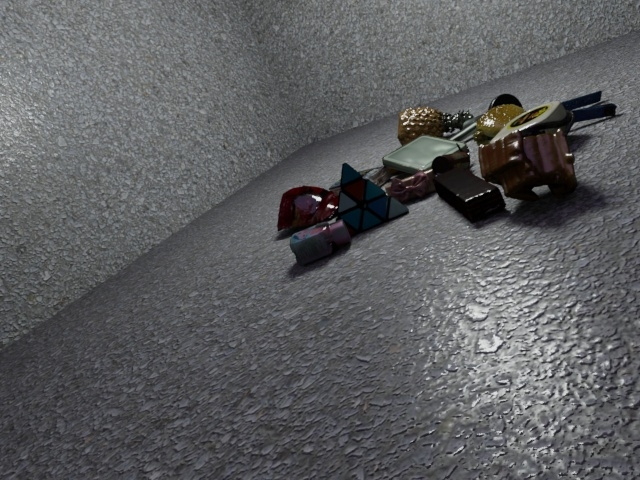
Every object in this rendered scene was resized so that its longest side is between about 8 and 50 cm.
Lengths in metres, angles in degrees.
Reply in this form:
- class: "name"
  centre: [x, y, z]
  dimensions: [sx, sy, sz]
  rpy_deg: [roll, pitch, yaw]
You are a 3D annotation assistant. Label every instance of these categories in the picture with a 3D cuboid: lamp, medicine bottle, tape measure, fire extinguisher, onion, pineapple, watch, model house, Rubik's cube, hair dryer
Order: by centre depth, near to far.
- class: "model house"
  centre: [0.552, -0.194, 1.440]
  dimensions: [0.229, 0.219, 0.199]
  rpy_deg: [-6, 65, 18]
- class: "medicine bottle"
  centre: [0.000, 0.000, 1.760]
  dimensions: [0.188, 0.094, 0.119]
  rpy_deg: [-22, 16, 8]
- class: "tape measure"
  centre: [0.725, -0.356, 1.802]
  dimensions: [0.271, 0.133, 0.231]
  rpy_deg: [-39, 15, -36]
- class: "Rubik's cube"
  centre: [0.183, -0.090, 1.827]
  dimensions: [0.234, 0.284, 0.250]
  rpy_deg: [8, 56, 23]
- class: "fire extinguisher"
  centre: [0.494, -0.299, 1.924]
  dimensions: [0.075, 0.106, 0.252]
  rpy_deg: [1, 14, 42]
- class: "watch"
  centre: [0.925, -0.492, 1.983]
  dimensions: [0.275, 0.068, 0.276]
  rpy_deg: [-11, 20, 21]
- class: "onion"
  centre: [-0.038, -0.163, 2.226]
  dimensions: [0.280, 0.146, 0.314]
  rpy_deg: [-13, 16, 22]
- class: "lamp"
  centre: [0.433, -0.360, 2.227]
  dimensions: [0.266, 0.047, 0.269]
  rpy_deg: [-30, 32, -24]
- class: "hair dryer"
  centre: [0.680, -0.464, 2.300]
  dimensions: [0.284, 0.156, 0.320]
  rpy_deg: [-52, 13, -18]
- class: "pineapple"
  centre: [0.552, -0.558, 2.554]
  dimensions: [0.362, 0.202, 0.202]
  rpy_deg: [-8, 21, 15]

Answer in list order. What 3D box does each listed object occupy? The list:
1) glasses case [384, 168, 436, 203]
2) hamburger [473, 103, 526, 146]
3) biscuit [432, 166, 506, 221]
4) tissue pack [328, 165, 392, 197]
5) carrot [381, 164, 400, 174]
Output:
- class: "glasses case"
  centre: [0.324, -0.192, 1.890]
  dimensions: [0.194, 0.102, 0.070]
  rpy_deg: [-19, 24, 16]
- class: "hamburger"
  centre: [0.698, -0.441, 2.065]
  dimensions: [0.215, 0.122, 0.189]
  rpy_deg: [-33, 35, -20]
- class: "biscuit"
  centre: [0.450, -0.151, 1.647]
  dimensions: [0.107, 0.073, 0.388]
  rpy_deg: [-24, 17, 4]
- class: "tissue pack"
  centre: [0.172, -0.256, 2.327]
  dimensions: [0.236, 0.073, 0.173]
  rpy_deg: [-7, 22, 46]
- class: "carrot"
  centre: [0.378, -0.335, 2.324]
  dimensions: [0.271, 0.062, 0.066]
  rpy_deg: [-14, -13, 20]
